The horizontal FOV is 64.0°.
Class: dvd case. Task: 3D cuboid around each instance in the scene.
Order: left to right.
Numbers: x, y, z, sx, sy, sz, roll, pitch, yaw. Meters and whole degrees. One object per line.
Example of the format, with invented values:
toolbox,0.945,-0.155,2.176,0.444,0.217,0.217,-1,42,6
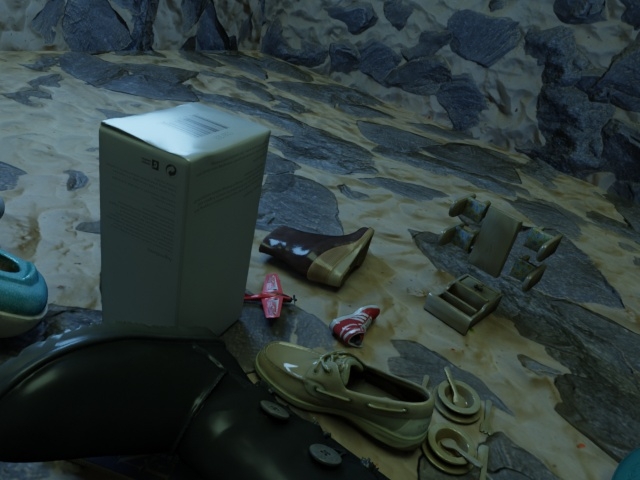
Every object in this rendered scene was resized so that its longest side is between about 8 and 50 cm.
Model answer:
dvd case,-0.235,0.264,0.721,0.221,0.018,0.164,17,30,7

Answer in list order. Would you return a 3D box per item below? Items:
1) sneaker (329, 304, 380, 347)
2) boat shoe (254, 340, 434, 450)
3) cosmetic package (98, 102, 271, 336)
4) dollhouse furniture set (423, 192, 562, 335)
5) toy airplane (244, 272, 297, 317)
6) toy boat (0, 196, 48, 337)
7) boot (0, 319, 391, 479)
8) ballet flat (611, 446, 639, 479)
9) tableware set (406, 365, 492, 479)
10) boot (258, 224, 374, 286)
sneaker,0.082,0.166,0.991,0.118,0.042,0.067,-17,37,-30
boat shoe,0.033,0.219,0.814,0.302,0.098,0.109,20,31,23
cosmetic package,-0.217,0.000,0.814,0.156,0.384,0.217,24,29,16
dollhouse furniture set,0.339,0.053,1.087,0.212,0.242,0.161,34,36,32
toy airplane,-0.121,0.113,1.015,0.151,0.028,0.151,10,28,-5
toy boat,-0.572,0.018,0.825,0.267,0.148,0.318,30,3,-37
boot,-0.090,0.266,0.553,0.445,0.146,0.367,35,16,25
ballet flat,0.385,0.415,0.597,0.483,0.164,0.182,-14,60,-42
tableware set,0.221,0.291,0.835,0.128,0.039,0.194,20,30,11
boot,0.000,0.000,1.194,0.207,0.090,0.248,25,35,16
